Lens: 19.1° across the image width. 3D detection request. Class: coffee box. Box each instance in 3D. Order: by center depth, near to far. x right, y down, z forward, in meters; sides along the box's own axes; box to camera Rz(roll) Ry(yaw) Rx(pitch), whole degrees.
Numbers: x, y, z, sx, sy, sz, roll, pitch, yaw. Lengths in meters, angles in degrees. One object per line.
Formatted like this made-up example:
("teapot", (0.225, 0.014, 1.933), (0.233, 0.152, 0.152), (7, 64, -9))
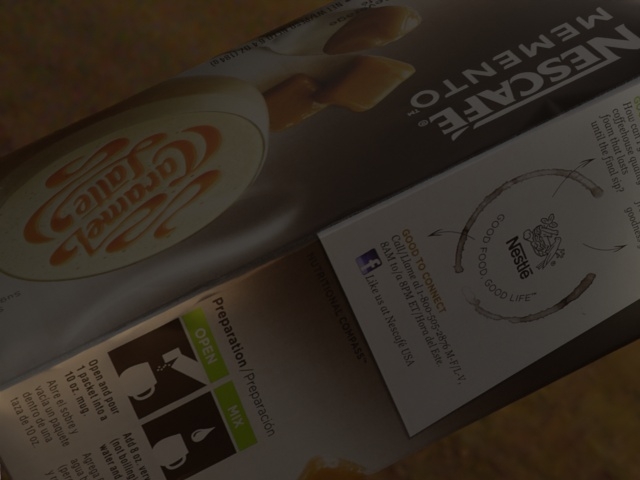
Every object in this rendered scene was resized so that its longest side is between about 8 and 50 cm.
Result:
("coffee box", (0.000, 0.000, 0.633), (0.141, 0.246, 0.098), (52, -14, 56))
